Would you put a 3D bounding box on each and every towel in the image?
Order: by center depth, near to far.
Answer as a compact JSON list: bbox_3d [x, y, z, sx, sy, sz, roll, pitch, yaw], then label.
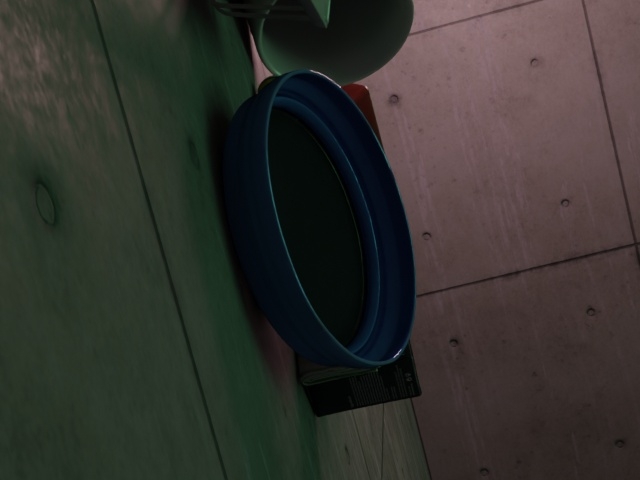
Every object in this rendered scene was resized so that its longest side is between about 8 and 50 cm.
[{"bbox_3d":[0.018,0.130,1.356,0.023,0.113,0.152,76,4,-45],"label":"towel"}]

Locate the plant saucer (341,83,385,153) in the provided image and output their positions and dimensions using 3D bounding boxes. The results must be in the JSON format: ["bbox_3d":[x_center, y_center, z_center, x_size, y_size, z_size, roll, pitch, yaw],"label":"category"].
[{"bbox_3d":[0.026,-0.206,1.959,0.258,0.047,0.259,22,-42,47],"label":"plant saucer"}]

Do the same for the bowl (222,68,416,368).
[{"bbox_3d":[0.007,-0.023,1.239,0.391,0.077,0.391,39,42,-48],"label":"bowl"}]

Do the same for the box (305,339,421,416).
[{"bbox_3d":[0.054,0.156,1.405,0.156,0.158,0.093,-98,174,-47],"label":"box"}]

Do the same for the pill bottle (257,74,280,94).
[{"bbox_3d":[-0.070,-0.213,1.549,0.116,0.065,0.065,-95,170,-53],"label":"pill bottle"}]

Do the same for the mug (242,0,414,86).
[{"bbox_3d":[0.029,-0.501,1.680,0.276,0.374,0.328,39,28,-51],"label":"mug"}]

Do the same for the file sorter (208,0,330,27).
[{"bbox_3d":[-0.080,-0.399,1.225,0.277,0.173,0.193,-8,102,-84],"label":"file sorter"}]
